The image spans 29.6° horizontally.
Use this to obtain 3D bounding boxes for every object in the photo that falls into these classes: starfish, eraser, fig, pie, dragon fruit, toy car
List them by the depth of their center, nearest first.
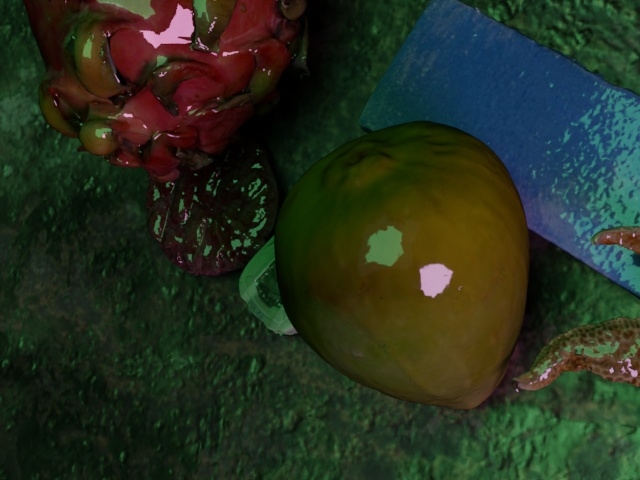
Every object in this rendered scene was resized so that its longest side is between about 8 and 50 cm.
[{"bbox_3d":[0.284,0.087,0.892,0.277,0.062,0.236,-22,93,10],"label":"starfish"},{"bbox_3d":[0.063,0.025,0.954,0.207,0.230,0.207,-3,44,3],"label":"fig"},{"bbox_3d":[0.185,-0.082,1.006,0.312,0.042,0.144,34,97,28],"label":"eraser"},{"bbox_3d":[-0.150,-0.201,1.072,0.250,0.269,0.291,-7,65,52],"label":"dragon fruit"},{"bbox_3d":[0.000,0.000,1.076,0.186,0.058,0.093,-48,61,11],"label":"toy car"},{"bbox_3d":[-0.102,-0.039,1.149,0.154,0.036,0.154,-5,77,25],"label":"pie"}]
